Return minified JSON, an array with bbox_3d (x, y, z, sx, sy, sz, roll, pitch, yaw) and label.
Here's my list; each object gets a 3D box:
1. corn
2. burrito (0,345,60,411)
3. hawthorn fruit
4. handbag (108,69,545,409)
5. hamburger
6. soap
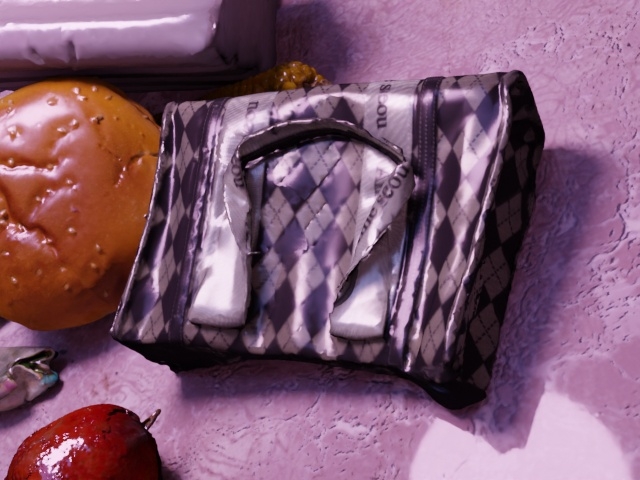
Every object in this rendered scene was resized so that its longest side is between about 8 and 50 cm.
[{"bbox_3d":[-0.127,-0.142,1.207,0.313,0.102,0.102,-17,48,29],"label":"corn"},{"bbox_3d":[-0.458,0.181,1.203,0.309,0.066,0.096,-7,50,28],"label":"burrito"},{"bbox_3d":[-0.221,0.231,0.937,0.172,0.148,0.148,-43,41,-20],"label":"hawthorn fruit"},{"bbox_3d":[0.000,0.000,0.956,0.416,0.180,0.317,-1,64,30],"label":"handbag"},{"bbox_3d":[-0.306,-0.047,1.150,0.314,0.290,0.170,-36,-2,3],"label":"hamburger"},{"bbox_3d":[-0.282,-0.306,1.220,0.435,0.350,0.213,1,92,14],"label":"soap"}]
